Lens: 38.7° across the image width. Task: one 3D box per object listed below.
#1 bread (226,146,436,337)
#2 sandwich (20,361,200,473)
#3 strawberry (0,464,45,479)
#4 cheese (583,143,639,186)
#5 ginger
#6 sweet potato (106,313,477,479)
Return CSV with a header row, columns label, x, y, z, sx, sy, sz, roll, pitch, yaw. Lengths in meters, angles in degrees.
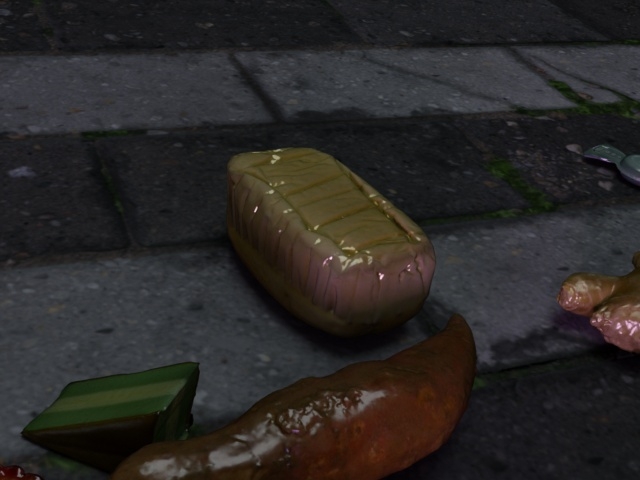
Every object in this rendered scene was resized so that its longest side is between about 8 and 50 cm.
label,x,y,z,sx,sy,sz,roll,pitch,yaw
bread,0.000,0.000,0.882,0.140,0.106,0.236,-15,40,-31
sandwich,-0.159,0.119,0.688,0.116,0.074,0.074,18,33,12
strawberry,-0.211,0.202,0.539,0.145,0.086,0.145,7,31,-4
cheese,0.415,-0.099,1.213,0.067,0.026,0.120,-21,44,-39
ginger,0.374,0.046,0.950,0.298,0.065,0.118,-15,44,-36
sweet potato,0.016,0.142,0.682,0.354,0.095,0.106,-19,47,-34
